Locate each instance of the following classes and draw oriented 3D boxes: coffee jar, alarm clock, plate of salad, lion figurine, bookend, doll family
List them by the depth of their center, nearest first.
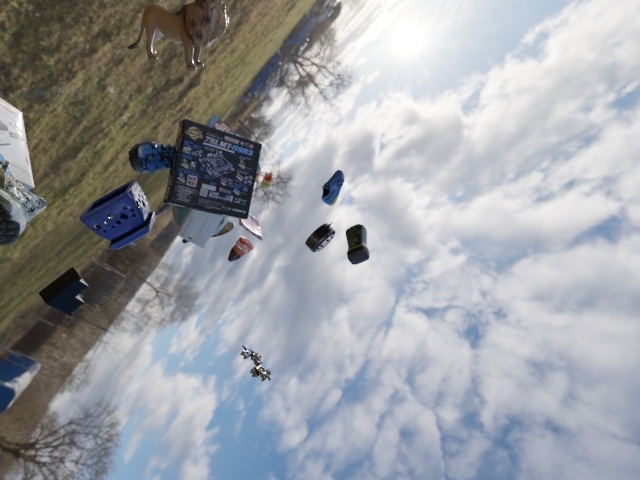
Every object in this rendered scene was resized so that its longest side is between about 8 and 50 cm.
[{"bbox_3d":[-0.521,-0.760,1.438,0.142,0.393,0.240,-67,169,-56],"label":"lion figurine"},{"bbox_3d":[0.000,0.000,1.651,0.129,0.064,0.192,-39,170,-21],"label":"alarm clock"},{"bbox_3d":[-1.029,0.213,1.665,0.157,0.072,0.156,-44,157,-17],"label":"bookend"},{"bbox_3d":[0.160,0.018,1.749,0.096,0.079,0.184,-27,-142,22],"label":"coffee jar"},{"bbox_3d":[-0.289,0.547,1.798,0.076,0.192,0.111,-26,173,7],"label":"doll family"},{"bbox_3d":[-0.570,-0.072,2.204,0.200,0.048,0.199,-7,-152,4],"label":"plate of salad"}]

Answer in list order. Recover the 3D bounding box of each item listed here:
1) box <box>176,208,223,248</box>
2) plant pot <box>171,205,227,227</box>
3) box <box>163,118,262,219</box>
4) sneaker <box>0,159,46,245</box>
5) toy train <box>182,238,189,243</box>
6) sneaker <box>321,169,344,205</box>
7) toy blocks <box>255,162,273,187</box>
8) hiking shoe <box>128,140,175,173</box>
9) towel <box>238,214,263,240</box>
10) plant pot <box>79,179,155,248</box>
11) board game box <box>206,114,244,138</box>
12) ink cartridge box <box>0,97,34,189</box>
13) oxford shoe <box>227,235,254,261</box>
[{"bbox_3d":[-0.465,-0.097,1.602,0.180,0.119,0.181,-55,-160,17],"label":"box"},{"bbox_3d":[-0.564,-0.182,1.954,0.292,0.293,0.235,-62,-168,-20],"label":"plant pot"},{"bbox_3d":[-0.377,-0.244,1.441,0.073,0.296,0.292,6,-94,56],"label":"box"},{"bbox_3d":[-0.845,-0.169,0.953,0.158,0.410,0.182,-37,-164,18],"label":"sneaker"},{"bbox_3d":[-0.692,-0.039,2.187,0.158,0.036,0.027,-48,-170,-2],"label":"toy train"},{"bbox_3d":[0.058,-0.275,1.988,0.069,0.082,0.209,-4,-122,45],"label":"sneaker"},{"bbox_3d":[-0.289,-0.328,1.993,0.148,0.124,0.054,131,-20,-65],"label":"toy blocks"},{"bbox_3d":[-0.547,-0.309,1.451,0.132,0.113,0.304,-6,-168,22],"label":"hiking shoe"},{"bbox_3d":[-0.387,-0.096,2.228,0.029,0.197,0.144,-31,-131,16],"label":"towel"},{"bbox_3d":[-0.891,-0.109,1.818,0.236,0.212,0.236,-29,-153,-2],"label":"plant pot"},{"bbox_3d":[-0.586,-0.556,2.401,0.232,0.291,0.141,-22,-143,51],"label":"board game box"},{"bbox_3d":[-1.102,-0.329,1.334,0.129,0.306,0.223,-16,170,-3],"label":"ink cartridge box"},{"bbox_3d":[-0.434,0.047,2.167,0.098,0.097,0.271,-43,-178,11],"label":"oxford shoe"}]
